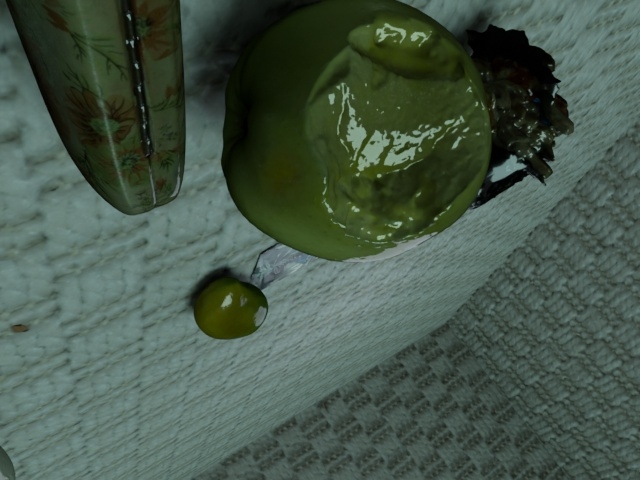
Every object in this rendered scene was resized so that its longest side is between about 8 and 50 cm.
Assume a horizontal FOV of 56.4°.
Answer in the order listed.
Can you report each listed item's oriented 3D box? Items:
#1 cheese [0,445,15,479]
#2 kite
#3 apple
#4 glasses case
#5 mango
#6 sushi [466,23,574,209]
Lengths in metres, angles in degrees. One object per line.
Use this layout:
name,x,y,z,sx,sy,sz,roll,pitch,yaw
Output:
cheese,-0.555,0.372,0.878,0.189,0.154,0.198,-29,158,-35
kite,0.001,0.002,1.161,0.310,0.015,0.169,-30,158,-16
apple,0.031,-0.114,0.617,0.279,0.279,0.279,-31,159,-14
glasses case,-0.143,-0.170,0.357,0.098,0.156,0.425,-26,157,-22
mango,-0.165,0.122,1.069,0.122,0.085,0.191,-29,151,10
sushi,0.238,-0.175,0.863,0.219,0.238,0.225,-42,177,-2
